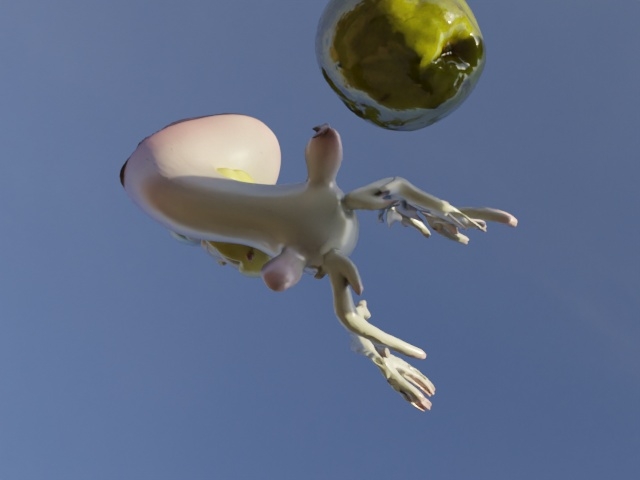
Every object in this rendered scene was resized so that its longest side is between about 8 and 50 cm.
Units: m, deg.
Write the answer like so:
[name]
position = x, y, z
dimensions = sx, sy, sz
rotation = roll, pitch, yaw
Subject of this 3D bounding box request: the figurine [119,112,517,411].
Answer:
[figurine]
position = 0.004, -0.013, 0.837
dimensions = 0.315, 0.284, 0.206
rotation = 32, -88, 47

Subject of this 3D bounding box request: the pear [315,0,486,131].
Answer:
[pear]
position = 0.049, -0.125, 0.564
dimensions = 0.131, 0.107, 0.107
rotation = 30, -58, 54
